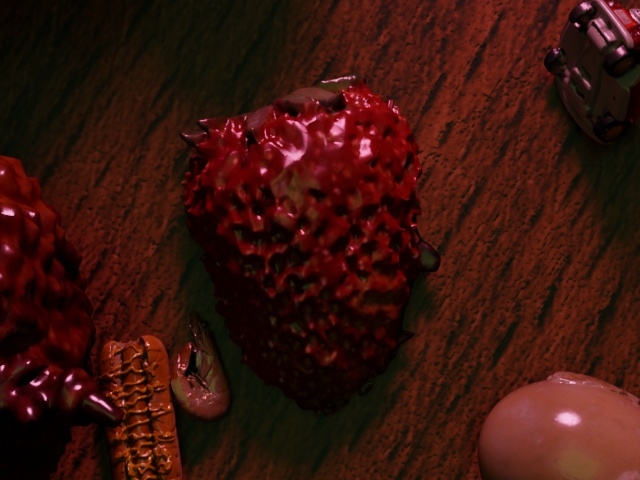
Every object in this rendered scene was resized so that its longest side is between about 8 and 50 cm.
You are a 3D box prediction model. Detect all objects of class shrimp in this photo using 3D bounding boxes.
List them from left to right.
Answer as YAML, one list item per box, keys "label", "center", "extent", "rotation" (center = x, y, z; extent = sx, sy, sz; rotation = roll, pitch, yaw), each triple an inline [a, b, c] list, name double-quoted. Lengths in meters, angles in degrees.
- label: "shrimp"
  center: [-0.119, 0.121, 1.480]
  extent: [0.059, 0.023, 0.108]
  rotation: [-13, 79, -28]

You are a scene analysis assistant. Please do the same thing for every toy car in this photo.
- label: "toy car"
  center: [0.288, -0.171, 1.454]
  extent: [0.112, 0.139, 0.112]
  rotation: [-19, 60, -18]

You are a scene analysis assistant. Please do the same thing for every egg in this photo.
- label: "egg"
  center: [0.238, 0.206, 1.392]
  extent: [0.201, 0.164, 0.164]
  rotation: [29, 86, 4]

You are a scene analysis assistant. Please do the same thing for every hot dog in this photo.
- label: "hot dog"
  center: [-0.171, 0.174, 1.474]
  extent: [0.071, 0.045, 0.165]
  rotation: [-8, 82, 0]

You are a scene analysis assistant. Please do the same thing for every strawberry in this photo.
- label: "strawberry"
  center: [0.000, 0.000, 1.442]
  extent: [0.233, 0.138, 0.306]
  rotation: [-18, 81, -1]

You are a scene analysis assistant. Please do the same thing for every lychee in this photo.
- label: "lychee"
  center: [-0.379, 0.092, 1.303]
  extent: [0.500, 0.424, 0.425]
  rotation: [4, 83, 21]
